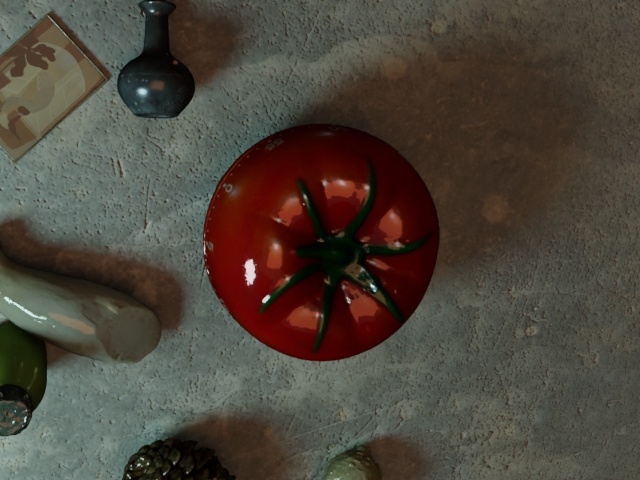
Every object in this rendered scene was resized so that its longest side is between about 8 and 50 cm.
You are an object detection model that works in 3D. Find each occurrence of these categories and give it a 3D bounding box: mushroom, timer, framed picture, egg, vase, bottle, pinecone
[{"bbox_3d":[-0.419,0.107,1.610,0.350,0.128,0.128,28,97,-17],"label":"mushroom"},{"bbox_3d":[0.000,0.000,1.610,0.378,0.279,0.378,-4,105,-16],"label":"timer"},{"bbox_3d":[-0.451,-0.235,1.556,0.201,0.010,0.136,-42,112,0],"label":"framed picture"},{"bbox_3d":[0.058,0.453,1.853,0.116,0.118,0.140,24,113,22],"label":"egg"},{"bbox_3d":[-0.255,-0.284,1.550,0.120,0.120,0.183,0,90,-16],"label":"vase"},{"bbox_3d":[-0.481,0.217,1.547,0.112,0.260,0.112,-4,107,-14],"label":"bottle"},{"bbox_3d":[-0.245,0.435,1.729,0.204,0.184,0.179,41,67,-46],"label":"pinecone"}]
